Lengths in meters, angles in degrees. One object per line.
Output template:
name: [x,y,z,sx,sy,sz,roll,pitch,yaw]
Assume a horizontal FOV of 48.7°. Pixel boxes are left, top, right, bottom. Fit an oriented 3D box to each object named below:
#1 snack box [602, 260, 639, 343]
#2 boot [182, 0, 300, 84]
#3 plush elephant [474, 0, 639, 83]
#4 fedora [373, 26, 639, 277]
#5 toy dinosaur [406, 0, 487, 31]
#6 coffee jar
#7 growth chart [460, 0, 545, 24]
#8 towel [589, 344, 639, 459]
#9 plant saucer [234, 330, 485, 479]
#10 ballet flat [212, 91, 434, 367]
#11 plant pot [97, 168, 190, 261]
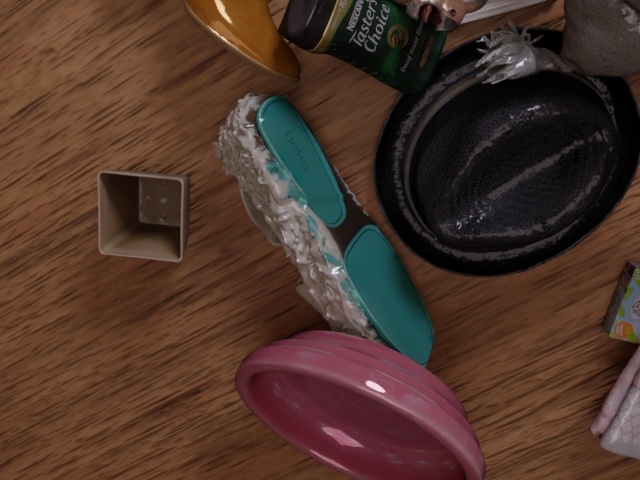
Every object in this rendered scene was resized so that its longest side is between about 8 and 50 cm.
snack box: [0.456,0.092,0.920,0.141,0.037,0.100,14,107,1]
boot: [-0.086,-0.346,0.818,0.295,0.104,0.211,41,107,-2]
plush elephant: [0.306,-0.303,0.682,0.330,0.272,0.255,-7,114,7]
fedora: [0.223,-0.087,0.834,0.334,0.152,0.333,2,106,6]
toy dinosaur: [0.118,-0.388,0.747,0.201,0.127,0.295,19,111,3]
coffee jar: [0.048,-0.242,0.810,0.185,0.079,0.096,16,102,-26]
growth chart: [0.195,-0.376,0.820,0.172,0.021,0.237,-5,106,8]
towel: [0.560,0.184,0.903,0.332,0.053,0.316,22,108,-11]
plant saucer: [0.054,0.219,0.905,0.332,0.084,0.332,20,149,13]
ballet flat: [0.000,0.000,0.915,0.147,0.147,0.408,-29,98,14]
plant pot: [-0.220,-0.043,0.926,0.109,0.096,0.109,6,108,4]
